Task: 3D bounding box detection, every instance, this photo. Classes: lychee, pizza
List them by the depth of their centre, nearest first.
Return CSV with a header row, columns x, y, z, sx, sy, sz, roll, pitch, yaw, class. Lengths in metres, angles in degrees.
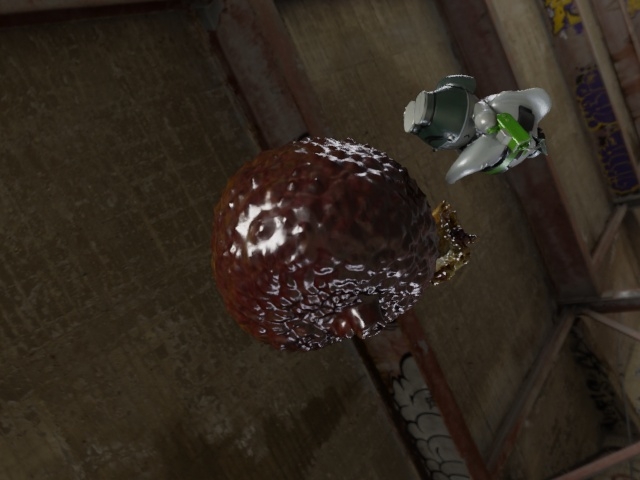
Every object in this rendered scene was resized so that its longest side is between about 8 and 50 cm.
x,y,z,sx,sy,sz,roll,pitch,yaw,class
0.000,0.000,0.535,0.260,0.260,0.261,12,-109,-40,lychee
0.183,0.016,0.704,0.069,0.194,0.154,36,-88,-5,pizza

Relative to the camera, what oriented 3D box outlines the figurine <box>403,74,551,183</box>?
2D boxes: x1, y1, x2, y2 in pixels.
x,y,z,sx,sy,sz,roll,pitch,yaw,class
0.203,-0.138,0.599,0.192,0.147,0.126,7,-109,-17,figurine
